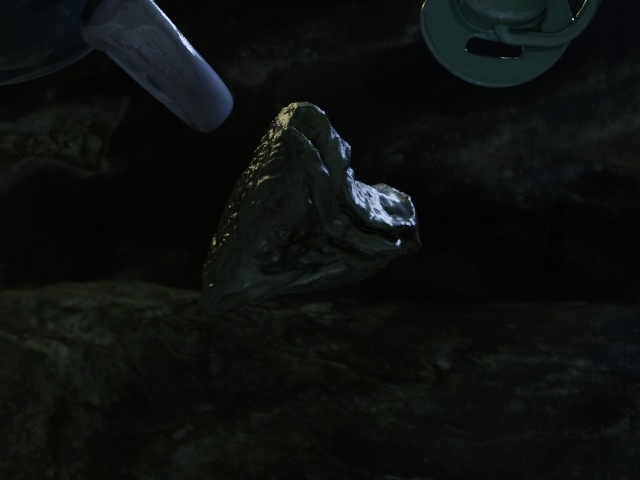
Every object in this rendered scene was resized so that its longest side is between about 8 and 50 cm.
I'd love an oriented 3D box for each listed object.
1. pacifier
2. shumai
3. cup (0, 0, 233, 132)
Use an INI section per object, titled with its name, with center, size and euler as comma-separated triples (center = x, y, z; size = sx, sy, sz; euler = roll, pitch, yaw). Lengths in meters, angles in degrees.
[pacifier]
center = 0.298, -0.413, 1.339
size = 0.288, 0.269, 0.344
euler = 7, -86, 1
[shumai]
center = 0.000, 0.000, 1.143
size = 0.309, 0.263, 0.304
euler = -38, -147, 62
[cup]
center = -0.187, -0.190, 0.467
size = 0.259, 0.356, 0.274
euler = -48, -169, -2
